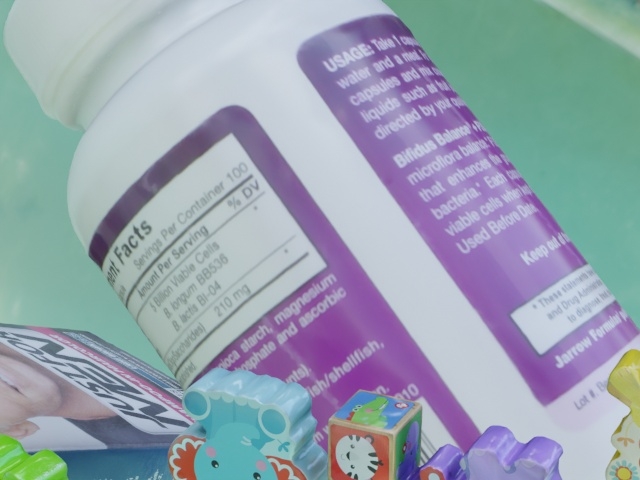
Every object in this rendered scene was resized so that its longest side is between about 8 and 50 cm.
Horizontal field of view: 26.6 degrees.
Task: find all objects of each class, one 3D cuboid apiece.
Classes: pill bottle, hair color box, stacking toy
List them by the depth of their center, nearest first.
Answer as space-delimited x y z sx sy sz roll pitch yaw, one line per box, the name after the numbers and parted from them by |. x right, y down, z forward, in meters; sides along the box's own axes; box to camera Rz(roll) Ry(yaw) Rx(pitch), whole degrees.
0.011 0.074 0.423 0.221 0.052 0.167 11 23 26 | stacking toy
0.000 0.000 0.577 0.301 0.169 0.169 54 25 8 | pill bottle
-0.193 0.118 0.739 0.174 0.105 0.347 25 6 28 | hair color box
